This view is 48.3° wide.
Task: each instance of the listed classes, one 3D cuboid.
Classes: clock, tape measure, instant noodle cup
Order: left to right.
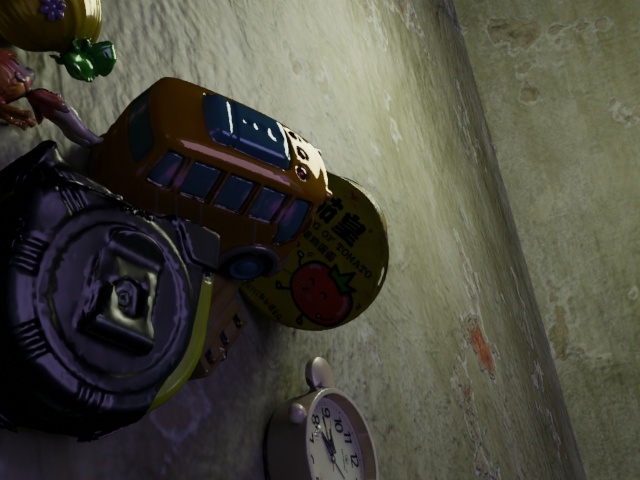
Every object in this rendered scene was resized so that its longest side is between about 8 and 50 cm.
[{"bbox_3d":[-0.161,0.048,0.517,0.199,0.112,0.186,29,56,-40],"label":"tape measure"},{"bbox_3d":[0.000,0.000,0.840,0.144,0.182,0.182,-36,105,-74],"label":"instant noodle cup"},{"bbox_3d":[0.001,0.244,0.790,0.156,0.063,0.229,23,50,-54],"label":"clock"}]

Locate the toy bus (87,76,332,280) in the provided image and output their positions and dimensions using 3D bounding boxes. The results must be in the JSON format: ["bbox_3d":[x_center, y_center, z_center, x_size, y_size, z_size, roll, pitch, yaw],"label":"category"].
[{"bbox_3d":[-0.094,-0.059,0.659,0.210,0.136,0.126,20,41,-33],"label":"toy bus"}]

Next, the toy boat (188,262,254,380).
[{"bbox_3d":[-0.111,0.073,0.688,0.077,0.057,0.200,68,25,-18],"label":"toy boat"}]

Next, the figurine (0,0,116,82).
[{"bbox_3d":[-0.236,-0.198,0.576,0.156,0.095,0.115,62,15,-9],"label":"figurine"}]

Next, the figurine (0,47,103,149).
[{"bbox_3d":[-0.228,-0.108,0.580,0.109,0.064,0.047,39,60,-33],"label":"figurine"}]
